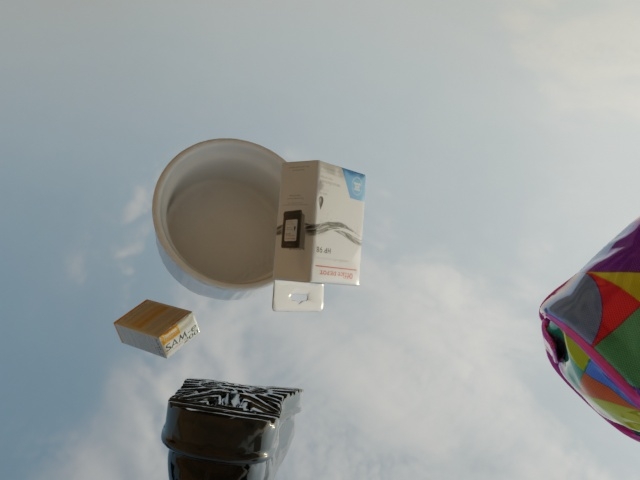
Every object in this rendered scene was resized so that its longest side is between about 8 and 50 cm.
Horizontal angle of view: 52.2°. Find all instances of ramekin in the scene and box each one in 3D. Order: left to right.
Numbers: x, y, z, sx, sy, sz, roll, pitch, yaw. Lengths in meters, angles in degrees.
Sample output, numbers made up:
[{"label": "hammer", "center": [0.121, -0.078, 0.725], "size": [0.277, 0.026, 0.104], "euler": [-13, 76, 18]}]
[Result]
[{"label": "ramekin", "center": [-0.160, -0.027, 1.151], "size": [0.277, 0.135, 0.277], "euler": [6, -112, -16]}]

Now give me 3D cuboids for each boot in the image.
[{"label": "boot", "center": [-0.106, 0.278, 0.655], "size": [0.131, 0.260, 0.348], "euler": [7, 174, 5]}]

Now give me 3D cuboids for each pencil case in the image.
[{"label": "pencil case", "center": [0.224, 0.001, 0.352], "size": [0.236, 0.104, 0.104], "euler": [-41, -141, -6]}]

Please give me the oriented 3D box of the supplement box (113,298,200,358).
[{"label": "supplement box", "center": [-0.218, 0.116, 0.867], "size": [0.098, 0.036, 0.062], "euler": [9, -146, 39]}]

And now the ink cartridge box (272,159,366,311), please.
[{"label": "ink cartridge box", "center": [0.000, 0.000, 0.802], "size": [0.060, 0.180, 0.104], "euler": [1, 175, 38]}]
